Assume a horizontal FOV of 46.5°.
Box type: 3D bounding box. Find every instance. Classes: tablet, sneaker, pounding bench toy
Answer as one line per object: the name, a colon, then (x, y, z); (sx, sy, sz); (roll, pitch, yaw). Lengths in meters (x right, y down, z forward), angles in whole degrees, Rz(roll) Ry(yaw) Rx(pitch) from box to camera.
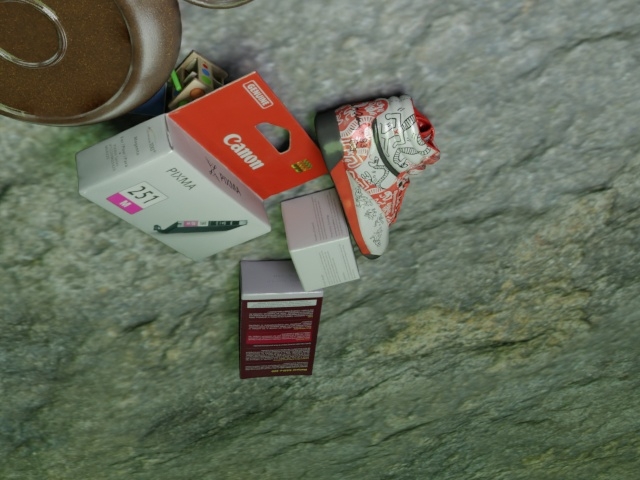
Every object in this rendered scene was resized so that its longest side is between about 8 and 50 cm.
tablet: (-0.230, -0.176, 0.903); (0.083, 0.006, 0.054); (4, 137, -14)
sneaker: (0.098, -0.080, 1.012); (0.144, 0.090, 0.270); (-15, 136, 10)
pounding bench toy: (-0.155, -0.181, 0.868); (0.083, 0.065, 0.052); (30, 126, -36)

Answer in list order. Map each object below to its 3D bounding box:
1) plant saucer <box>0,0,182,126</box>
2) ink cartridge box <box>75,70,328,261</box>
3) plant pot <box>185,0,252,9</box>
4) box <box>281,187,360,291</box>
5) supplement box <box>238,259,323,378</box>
plant saucer: (-0.302, -0.226, 0.769); (0.310, 0.050, 0.311); (1, 139, 1)
ink cartridge box: (-0.126, -0.076, 0.940); (0.238, 0.060, 0.275); (-21, 155, 13)
plant pot: (-0.091, -0.300, 0.622); (0.215, 0.231, 0.215); (-6, 139, -5)
box: (0.000, 0.000, 1.074); (0.087, 0.102, 0.101); (-15, 139, 3)
supplement box: (-0.070, 0.135, 1.233); (0.130, 0.073, 0.240); (-1, 137, -9)
